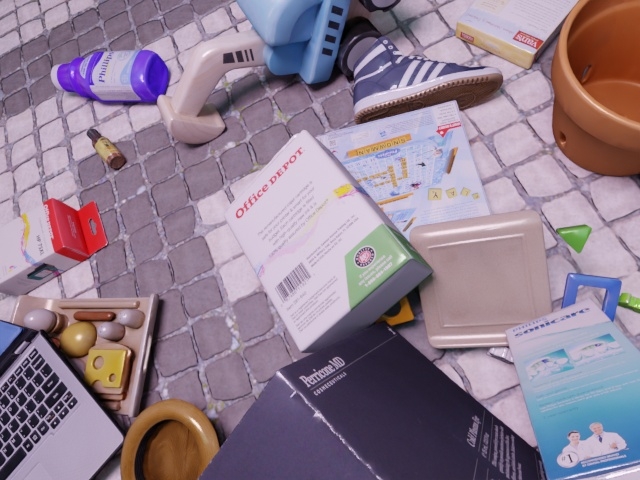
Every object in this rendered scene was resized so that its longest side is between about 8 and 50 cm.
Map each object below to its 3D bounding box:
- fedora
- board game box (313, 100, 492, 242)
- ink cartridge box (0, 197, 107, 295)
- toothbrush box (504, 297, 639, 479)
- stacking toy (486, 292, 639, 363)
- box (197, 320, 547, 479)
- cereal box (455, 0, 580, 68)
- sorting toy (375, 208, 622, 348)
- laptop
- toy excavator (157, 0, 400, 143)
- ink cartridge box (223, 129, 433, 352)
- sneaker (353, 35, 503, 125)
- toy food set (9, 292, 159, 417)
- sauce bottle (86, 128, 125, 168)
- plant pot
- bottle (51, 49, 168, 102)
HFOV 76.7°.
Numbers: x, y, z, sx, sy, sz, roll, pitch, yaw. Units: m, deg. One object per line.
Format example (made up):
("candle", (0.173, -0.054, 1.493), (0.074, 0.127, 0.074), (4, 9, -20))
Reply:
("fedora", (-0.233, 0.356, 0.666), (0.195, 0.079, 0.194), (-2, 82, 14))
("board game box", (0.125, -0.070, 0.738), (0.319, 0.066, 0.317), (-11, 70, 9))
("ink cartridge box", (-0.595, 0.004, 0.873), (0.231, 0.078, 0.134), (-30, 68, 1))
("toothbrush box", (0.319, 0.223, 0.431), (0.126, 0.295, 0.216), (-29, 91, 20))
("stacking toy", (0.383, 0.135, 0.617), (0.221, 0.052, 0.166), (20, 77, 18))
("box", (0.095, 0.278, 0.462), (0.312, 0.343, 0.179), (41, 103, 22))
("cereal box", (0.418, -0.479, 0.822), (0.173, 0.047, 0.240), (39, 84, 22))
("sorting toy", (0.239, 0.061, 0.612), (0.348, 0.047, 0.195), (-8, 98, 22))
("laptop", (-0.611, 0.327, 0.625), (0.408, 0.236, 0.382), (42, 94, 13))
("toy excavator", (-0.108, -0.412, 0.808), (0.446, 0.433, 0.222), (-19, 66, -24))
("ink cartridge box", (0.000, 0.000, 0.630), (0.201, 0.117, 0.278), (-44, 60, 15))
("sneaker", (0.197, -0.329, 0.795), (0.283, 0.099, 0.153), (-10, 71, 13))
("toy food set", (-0.462, 0.209, 0.764), (0.306, 0.092, 0.219), (-2, 71, 13))
("sauce bottle", (-0.507, -0.219, 0.949), (0.042, 0.042, 0.128), (-45, 70, -5))
("plant pot", (0.505, -0.236, 0.635), (0.291, 0.203, 0.290), (-4, 71, 12))
("bottle", (-0.516, -0.398, 0.985), (0.283, 0.092, 0.118), (6, 74, 15))
